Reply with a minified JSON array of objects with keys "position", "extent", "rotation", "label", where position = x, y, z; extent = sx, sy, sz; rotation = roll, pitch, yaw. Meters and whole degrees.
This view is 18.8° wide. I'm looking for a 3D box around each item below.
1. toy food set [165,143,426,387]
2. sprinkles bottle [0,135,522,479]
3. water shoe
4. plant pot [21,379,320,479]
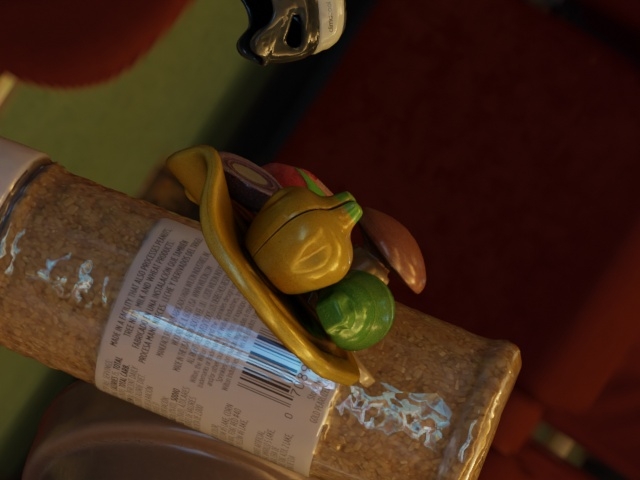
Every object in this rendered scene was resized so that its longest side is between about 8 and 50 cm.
[{"position":[0.000,0.000,0.932],"extent":[0.071,0.128,0.218],"rotation":[-37,169,4],"label":"toy food set"},{"position":[-0.066,0.053,1.135],"extent":[0.121,0.355,0.121],"rotation":[22,90,-82],"label":"sprinkles bottle"},{"position":[-0.045,-0.217,1.285],"extent":[0.080,0.203,0.073],"rotation":[-21,-174,-21],"label":"water shoe"},{"position":[-0.102,0.254,1.334],"extent":[0.263,0.263,0.229],"rotation":[106,0,-51],"label":"plant pot"}]
